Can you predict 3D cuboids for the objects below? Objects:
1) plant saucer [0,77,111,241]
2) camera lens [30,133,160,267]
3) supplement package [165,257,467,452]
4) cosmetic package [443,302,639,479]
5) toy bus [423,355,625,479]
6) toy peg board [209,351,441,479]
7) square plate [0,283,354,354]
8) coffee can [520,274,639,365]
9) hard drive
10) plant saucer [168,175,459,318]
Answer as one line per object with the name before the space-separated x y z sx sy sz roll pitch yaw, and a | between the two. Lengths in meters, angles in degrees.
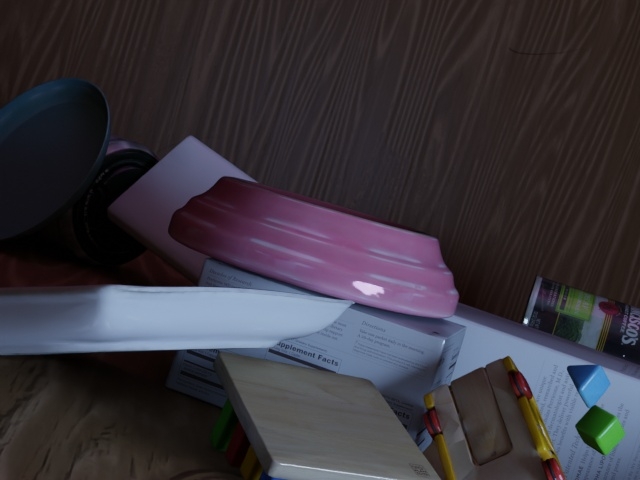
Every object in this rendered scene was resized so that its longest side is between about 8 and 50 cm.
plant saucer | -0.461 -0.125 1.711 0.317 0.318 0.044 20 -19 40
camera lens | -0.414 -0.087 1.834 0.274 0.220 0.219 20 4 39
supplement package | 0.005 0.124 1.148 0.261 0.145 0.204 19 3 14
cosmetic package | 0.261 0.192 1.313 0.384 0.156 0.217 17 3 22
toy bus | 0.165 0.204 0.926 0.190 0.202 0.104 11 -33 44
toy peg board | -0.008 0.180 0.899 0.161 0.079 0.161 14 20 -28
square plate | -0.197 0.073 0.916 0.347 0.049 0.344 -5 -7 30
coffee can | 0.536 0.206 2.131 0.275 0.202 0.201 17 3 11
hard drive | -0.160 -0.020 1.708 0.307 0.203 0.040 35 -29 15
plant saucer | 0.000 0.000 1.183 0.332 0.084 0.332 16 3 -1
